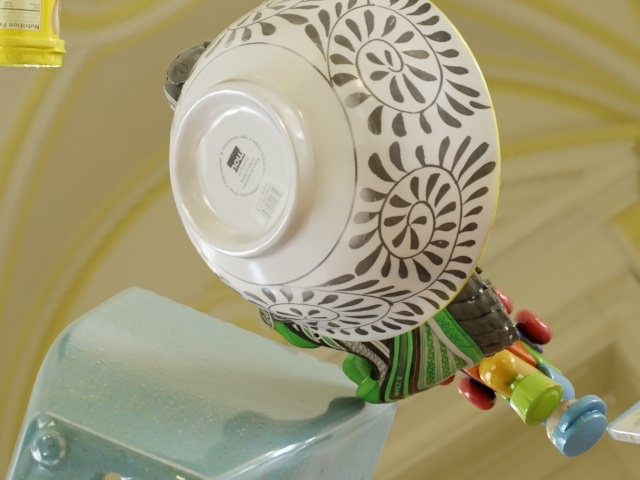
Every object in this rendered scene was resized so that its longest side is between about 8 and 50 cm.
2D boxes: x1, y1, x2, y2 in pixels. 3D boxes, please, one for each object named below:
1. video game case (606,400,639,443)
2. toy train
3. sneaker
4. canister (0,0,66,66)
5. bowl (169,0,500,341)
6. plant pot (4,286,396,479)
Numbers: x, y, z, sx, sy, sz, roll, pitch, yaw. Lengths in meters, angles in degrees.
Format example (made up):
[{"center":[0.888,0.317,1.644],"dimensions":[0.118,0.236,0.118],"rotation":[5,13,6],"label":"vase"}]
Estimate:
[{"center":[0.300,0.120,1.400],"dimensions":[0.119,0.015,0.166],"rotation":[-35,8,-15],"label":"video game case"},{"center":[0.159,0.112,1.658],"dimensions":[0.105,0.143,0.248],"rotation":[-50,-38,5],"label":"toy train"},{"center":[0.000,0.000,1.275],"dimensions":[0.146,0.134,0.343],"rotation":[-37,-58,6],"label":"sneaker"},{"center":[-0.268,-0.235,1.572],"dimensions":[0.073,0.169,0.126],"rotation":[0,5,-34],"label":"canister"},{"center":[-0.013,-0.033,0.804],"dimensions":[0.080,0.170,0.170],"rotation":[-10,-29,-49],"label":"bowl"},{"center":[-0.121,0.196,1.353],"dimensions":[0.252,0.247,0.247],"rotation":[-10,-60,-73],"label":"plant pot"}]
